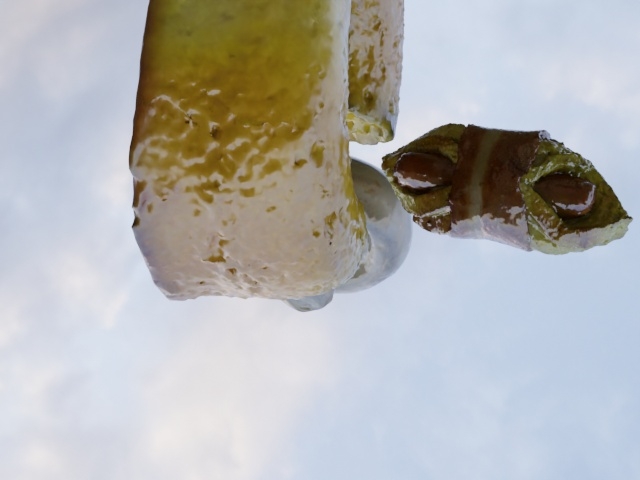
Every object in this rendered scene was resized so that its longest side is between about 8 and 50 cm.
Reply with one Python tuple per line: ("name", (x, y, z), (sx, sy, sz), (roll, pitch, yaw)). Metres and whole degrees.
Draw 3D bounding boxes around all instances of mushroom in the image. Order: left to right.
("mushroom", (0.012, -0.002, 1.384), (0.206, 0.206, 0.209), (-16, -119, 16))

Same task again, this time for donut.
("donut", (-0.024, -0.169, 1.034), (0.164, 0.377, 0.435), (7, -137, 13))

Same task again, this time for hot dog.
("hot dog", (0.179, -0.055, 1.157), (0.262, 0.093, 0.123), (7, -106, 16))
